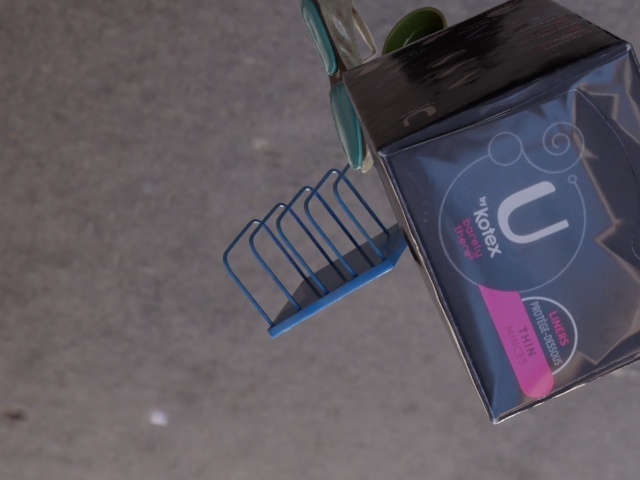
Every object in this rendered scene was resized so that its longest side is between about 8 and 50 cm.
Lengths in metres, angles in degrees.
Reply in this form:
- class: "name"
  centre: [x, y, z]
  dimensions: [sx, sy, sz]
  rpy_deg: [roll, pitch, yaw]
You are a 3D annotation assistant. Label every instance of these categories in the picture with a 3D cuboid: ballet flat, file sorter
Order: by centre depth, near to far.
- class: "ballet flat"
  centre: [0.031, -0.144, 1.445]
  dimensions: [0.052, 0.168, 0.057]
  rpy_deg: [-16, 177, -21]
- class: "file sorter"
  centre: [0.000, 0.000, 1.740]
  dimensions: [0.170, 0.118, 0.104]
  rpy_deg: [-32, 101, 31]

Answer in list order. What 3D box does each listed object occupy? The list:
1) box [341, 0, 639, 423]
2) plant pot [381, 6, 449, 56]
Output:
- class: "box"
  centre: [0.113, -0.033, 0.968]
  dimensions: [0.143, 0.270, 0.165]
  rpy_deg: [-23, 104, 3]
- class: "plant pot"
  centre: [0.119, -0.185, 1.718]
  dimensions: [0.083, 0.083, 0.079]
  rpy_deg: [-15, 146, 39]
